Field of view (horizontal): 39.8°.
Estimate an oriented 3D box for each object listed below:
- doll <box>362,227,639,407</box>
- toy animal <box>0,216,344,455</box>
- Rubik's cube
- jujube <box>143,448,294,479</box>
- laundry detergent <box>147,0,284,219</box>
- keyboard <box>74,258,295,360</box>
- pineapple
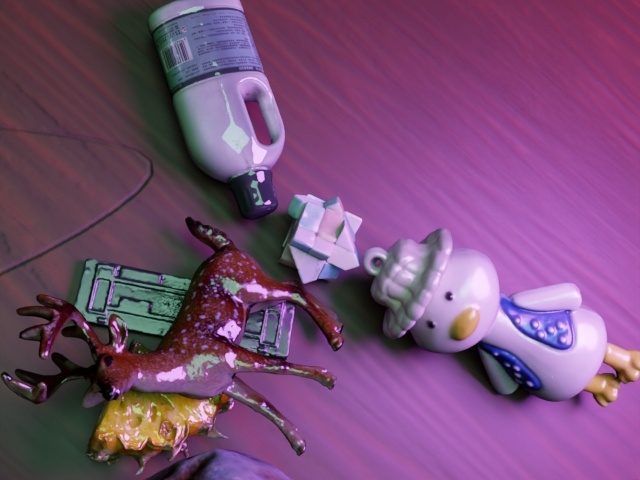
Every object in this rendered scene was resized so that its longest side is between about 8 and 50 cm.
[{"bbox_3d":[0.172,0.078,0.857,0.293,0.138,0.119,27,29,-9],"label":"doll"},{"bbox_3d":[-0.114,0.086,0.763,0.259,0.087,0.243,24,34,-5],"label":"toy animal"},{"bbox_3d":[0.002,-0.001,0.854,0.075,0.073,0.084,8,66,-16],"label":"Rubik's cube"},{"bbox_3d":[-0.067,0.317,0.676,0.246,0.215,0.308,-13,81,6],"label":"jujube"},{"bbox_3d":[-0.092,-0.129,0.870,0.099,0.070,0.226,-15,78,-25],"label":"laundry detergent"},{"bbox_3d":[-0.126,0.066,0.836,0.204,0.013,0.061,12,72,-11],"label":"keyboard"},{"bbox_3d":[-0.147,0.142,0.789,0.137,0.069,0.116,-15,73,-27],"label":"pineapple"}]
